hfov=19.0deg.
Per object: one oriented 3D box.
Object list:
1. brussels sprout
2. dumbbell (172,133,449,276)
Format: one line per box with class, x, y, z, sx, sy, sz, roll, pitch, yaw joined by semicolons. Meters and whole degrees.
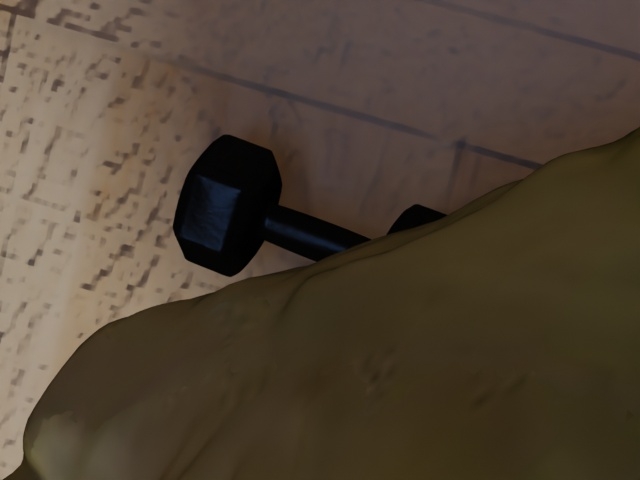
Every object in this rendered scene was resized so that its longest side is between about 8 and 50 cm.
brussels sprout;0.086;0.101;0.435;0.316;0.242;0.274;41;133;3
dumbbell;0.000;0.000;0.540;0.083;0.040;0.036;21;74;12
